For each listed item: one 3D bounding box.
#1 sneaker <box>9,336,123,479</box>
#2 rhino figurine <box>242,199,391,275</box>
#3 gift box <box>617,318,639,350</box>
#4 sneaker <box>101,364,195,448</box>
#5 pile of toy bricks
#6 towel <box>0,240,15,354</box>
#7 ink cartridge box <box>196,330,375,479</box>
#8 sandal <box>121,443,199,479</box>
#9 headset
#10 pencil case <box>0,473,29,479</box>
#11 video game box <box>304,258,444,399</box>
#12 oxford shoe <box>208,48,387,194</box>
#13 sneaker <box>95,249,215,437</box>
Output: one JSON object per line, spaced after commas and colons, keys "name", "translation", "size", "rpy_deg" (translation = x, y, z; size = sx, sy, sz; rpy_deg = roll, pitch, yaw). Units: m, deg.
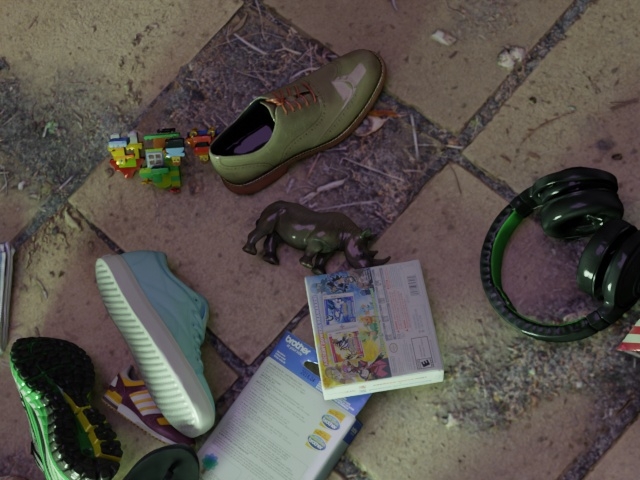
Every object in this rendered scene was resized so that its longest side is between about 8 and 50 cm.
{"name": "sneaker", "translation": [-0.433, 0.291, 1.889], "size": [0.146, 0.134, 0.343], "rpy_deg": [-63, 40, 33]}
{"name": "rhino figurine", "translation": [0.000, 0.000, 1.911], "size": [0.243, 0.073, 0.106], "rpy_deg": [14, 77, 19]}
{"name": "gift box", "translation": [0.550, 0.207, 1.571], "size": [0.276, 0.258, 0.255], "rpy_deg": [-8, 67, 12]}
{"name": "sneaker", "translation": [-0.266, 0.269, 1.885], "size": [0.185, 0.069, 0.084], "rpy_deg": [28, 80, 22]}
{"name": "pile of toy bricks", "translation": [-0.270, -0.135, 2.037], "size": [0.212, 0.118, 0.105], "rpy_deg": [-4, 107, 4]}
{"name": "towel", "translation": [-0.680, 0.117, 2.083], "size": [0.285, 0.034, 0.209], "rpy_deg": [-7, 70, 15]}
{"name": "ink cartridge box", "translation": [-0.068, 0.317, 1.813], "size": [0.186, 0.065, 0.311], "rpy_deg": [32, 83, 24]}
{"name": "sandal", "translation": [-0.285, 0.404, 1.754], "size": [0.254, 0.054, 0.097], "rpy_deg": [-36, 108, -1]}
{"name": "headset", "translation": [0.436, -0.005, 1.778], "size": [0.394, 0.185, 0.243], "rpy_deg": [-37, 59, 16]}
{"name": "pencil case", "translation": [-0.642, 0.475, 1.864], "size": [0.386, 0.167, 0.160], "rpy_deg": [-9, 92, 13]}
{"name": "video game box", "translation": [0.081, 0.137, 1.811], "size": [0.187, 0.048, 0.205], "rpy_deg": [-7, 56, -3]}
{"name": "oxford shoe", "translation": [-0.036, -0.214, 1.971], "size": [0.348, 0.130, 0.123], "rpy_deg": [-41, 64, -2]}
{"name": "sneaker", "translation": [-0.229, 0.144, 1.879], "size": [0.150, 0.135, 0.366], "rpy_deg": [-17, 57, -26]}
